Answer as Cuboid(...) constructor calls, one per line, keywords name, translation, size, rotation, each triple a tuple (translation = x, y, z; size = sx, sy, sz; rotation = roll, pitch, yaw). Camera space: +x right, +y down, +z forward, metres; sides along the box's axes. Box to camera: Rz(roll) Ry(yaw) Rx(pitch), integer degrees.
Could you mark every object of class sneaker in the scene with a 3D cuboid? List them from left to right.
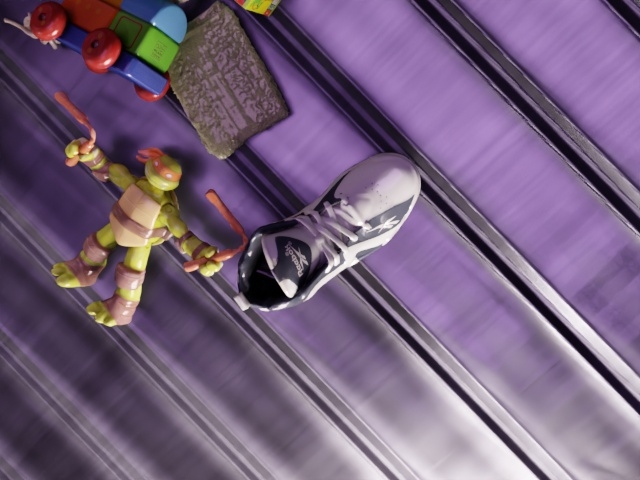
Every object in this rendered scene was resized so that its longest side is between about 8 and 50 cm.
Cuboid(name="sneaker", translation=(0.000, 0.000, 0.849), size=(0.235, 0.153, 0.094), rotation=(-30, 95, 16))

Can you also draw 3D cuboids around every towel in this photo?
Cuboid(name="towel", translation=(-0.110, -0.176, 0.903), size=(0.110, 0.027, 0.148), rotation=(-31, 92, 15))

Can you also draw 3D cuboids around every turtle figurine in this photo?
Cuboid(name="turtle figurine", translation=(-0.219, -0.026, 0.925), size=(0.269, 0.087, 0.217), rotation=(37, 112, 4))

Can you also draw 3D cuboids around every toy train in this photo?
Cuboid(name="toy train", translation=(-0.241, -0.263, 0.887), size=(0.248, 0.105, 0.143), rotation=(30, 91, 29))

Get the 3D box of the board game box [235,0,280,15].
Cuboid(name="board game box", translation=(-0.121, -0.308, 0.845), size=(0.181, 0.092, 0.043), rotation=(40, 105, 2))
